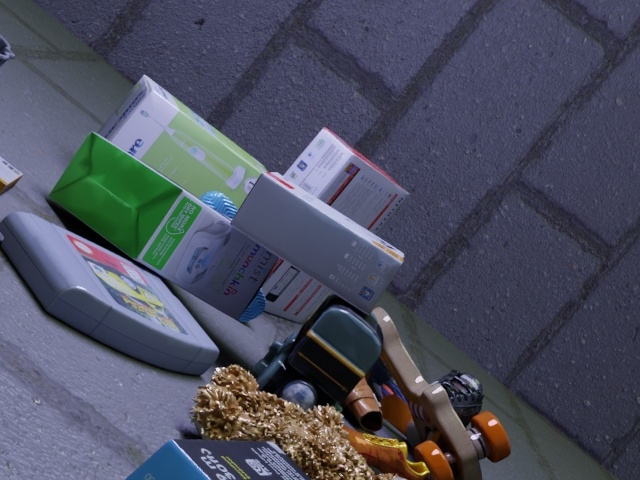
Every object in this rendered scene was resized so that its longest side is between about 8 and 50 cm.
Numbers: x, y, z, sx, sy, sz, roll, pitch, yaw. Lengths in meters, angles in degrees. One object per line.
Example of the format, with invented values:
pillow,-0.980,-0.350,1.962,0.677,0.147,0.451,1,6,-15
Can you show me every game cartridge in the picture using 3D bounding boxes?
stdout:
game cartridge,-0.257,0.076,1.569,0.294,0.060,0.196,31,14,-51

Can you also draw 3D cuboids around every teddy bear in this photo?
teddy bear,-0.006,0.263,1.457,0.338,0.113,0.245,42,9,17

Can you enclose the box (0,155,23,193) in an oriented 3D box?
box,-0.461,-0.101,1.722,0.081,0.028,0.136,39,4,-8

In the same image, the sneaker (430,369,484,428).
sneaker,0.242,0.309,2.411,0.097,0.135,0.276,45,10,27

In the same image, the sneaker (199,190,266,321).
sneaker,-0.161,0.022,2.058,0.092,0.087,0.228,-135,-152,-63

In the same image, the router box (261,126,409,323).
router box,-0.017,-0.016,2.274,0.082,0.335,0.301,43,6,25

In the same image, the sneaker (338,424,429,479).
sneaker,0.086,0.310,1.832,0.175,0.067,0.064,35,10,-26

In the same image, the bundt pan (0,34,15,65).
bundt pan,-0.638,-0.337,1.888,0.331,0.124,0.331,40,7,-6

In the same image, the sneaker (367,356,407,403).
sneaker,0.121,0.268,2.256,0.221,0.087,0.083,55,28,-6

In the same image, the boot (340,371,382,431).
boot,0.063,0.258,2.094,0.152,0.073,0.197,52,11,28

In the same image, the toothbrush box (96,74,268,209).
toothbrush box,-0.255,-0.117,2.177,0.283,0.206,0.122,36,8,-25

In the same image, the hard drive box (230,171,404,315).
hard drive box,0.000,0.000,1.778,0.232,0.089,0.181,32,5,1

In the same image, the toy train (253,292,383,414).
toy train,0.009,0.168,1.814,0.142,0.190,0.334,40,7,0

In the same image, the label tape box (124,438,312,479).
label tape box,-0.055,0.285,1.054,0.241,0.106,0.334,42,7,22

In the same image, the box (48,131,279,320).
box,-0.230,-0.025,1.844,0.262,0.126,0.231,31,-4,43

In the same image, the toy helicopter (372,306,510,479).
toy helicopter,0.171,0.275,2.123,0.355,0.140,0.235,60,-13,19
